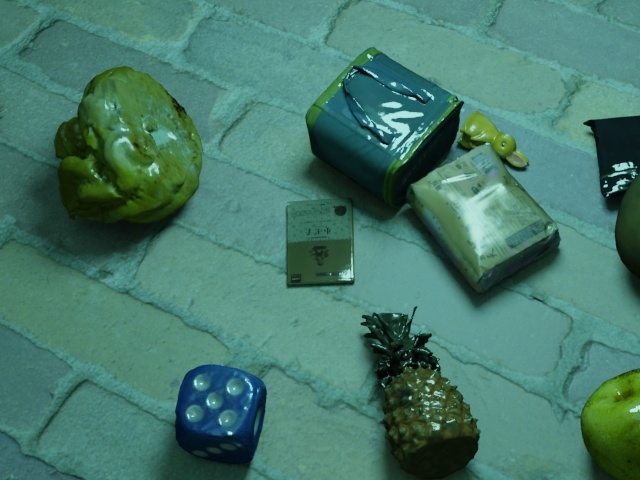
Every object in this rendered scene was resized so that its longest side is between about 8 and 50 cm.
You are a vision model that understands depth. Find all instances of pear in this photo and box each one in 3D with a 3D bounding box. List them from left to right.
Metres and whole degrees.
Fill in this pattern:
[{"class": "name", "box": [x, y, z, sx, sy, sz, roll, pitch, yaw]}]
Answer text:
[{"class": "pear", "box": [0.554, 0.328, 1.709, 0.197, 0.197, 0.197, -2, 60, 4]}]

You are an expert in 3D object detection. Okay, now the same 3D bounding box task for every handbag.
[{"class": "handbag", "box": [0.131, -0.234, 2.051, 0.241, 0.222, 0.263, 38, 70, 18]}, {"class": "handbag", "box": [0.688, -0.178, 2.044, 0.254, 0.088, 0.211, -5, 54, 3]}]

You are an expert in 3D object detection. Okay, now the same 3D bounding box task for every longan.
[{"class": "longan", "box": [0.686, -0.035, 1.872, 0.258, 0.258, 0.258, -2, 60, 4]}]

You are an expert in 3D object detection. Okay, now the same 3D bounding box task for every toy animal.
[{"class": "toy animal", "box": [0.375, -0.211, 2.105, 0.159, 0.070, 0.083, 31, 65, 15]}]

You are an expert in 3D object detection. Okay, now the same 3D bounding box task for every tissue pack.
[{"class": "tissue pack", "box": [0.324, -0.051, 1.982, 0.215, 0.123, 0.256, -30, 61, -10]}]

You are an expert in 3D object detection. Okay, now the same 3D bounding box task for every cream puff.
[{"class": "cream puff", "box": [-0.419, -0.179, 2.065, 0.257, 0.291, 0.324, -28, 73, 22]}]

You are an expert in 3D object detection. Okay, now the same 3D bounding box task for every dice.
[{"class": "dice", "box": [-0.177, 0.314, 1.797, 0.146, 0.146, 0.143, 6, 59, 9]}]

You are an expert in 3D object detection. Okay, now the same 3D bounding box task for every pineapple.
[{"class": "pineapple", "box": [0.166, 0.257, 1.812, 0.169, 0.169, 0.340, -17, 49, -5]}]

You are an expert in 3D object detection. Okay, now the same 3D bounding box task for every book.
[{"class": "book", "box": [0.000, 0.000, 2.040, 0.139, 0.016, 0.198, -3, 60, 4]}]
